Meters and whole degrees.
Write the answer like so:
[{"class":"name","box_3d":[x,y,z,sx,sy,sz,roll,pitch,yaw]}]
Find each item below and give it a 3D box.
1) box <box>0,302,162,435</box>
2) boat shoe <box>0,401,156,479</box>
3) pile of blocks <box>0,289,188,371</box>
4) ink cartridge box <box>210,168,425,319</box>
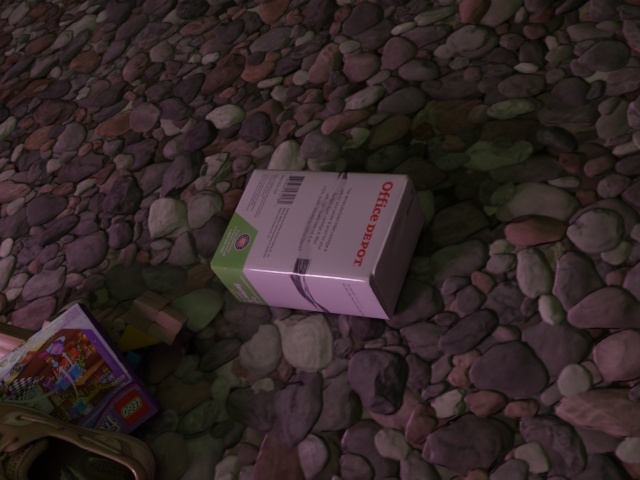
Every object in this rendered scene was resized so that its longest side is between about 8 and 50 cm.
[{"class":"box","box_3d":[-0.411,0.259,1.197,0.293,0.057,0.201,-37,87,-8]},{"class":"boat shoe","box_3d":[-0.397,0.289,1.107,0.341,0.110,0.122,7,83,-2]},{"class":"pile of blocks","box_3d":[-0.378,0.173,1.313,0.362,0.149,0.112,-10,6,5]},{"class":"ink cartridge box","box_3d":[0.000,0.000,1.256,0.272,0.115,0.198,5,56,28]}]
